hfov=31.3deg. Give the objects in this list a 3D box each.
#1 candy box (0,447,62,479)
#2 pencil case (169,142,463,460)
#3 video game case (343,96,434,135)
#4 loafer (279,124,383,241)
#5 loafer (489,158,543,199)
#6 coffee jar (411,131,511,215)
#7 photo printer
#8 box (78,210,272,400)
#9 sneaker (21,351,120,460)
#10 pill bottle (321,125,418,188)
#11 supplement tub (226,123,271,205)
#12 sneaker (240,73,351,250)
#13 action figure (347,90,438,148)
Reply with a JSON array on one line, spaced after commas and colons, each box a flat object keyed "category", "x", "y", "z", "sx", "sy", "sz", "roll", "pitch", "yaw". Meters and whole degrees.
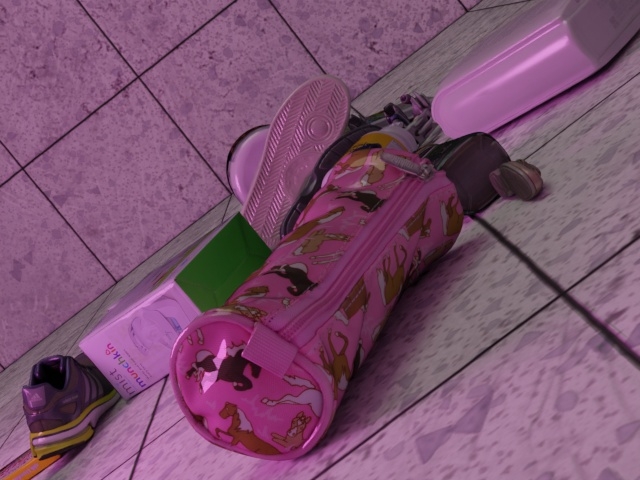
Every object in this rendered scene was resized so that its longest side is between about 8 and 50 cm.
[{"category": "candy box", "x": -0.475, "y": 0.363, "z": 1.817, "sx": 0.206, "sy": 0.027, "sz": 0.105, "roll": -35, "pitch": 12, "yaw": 16}, {"category": "pencil case", "x": 0.008, "y": 0.046, "z": 1.092, "sx": 0.160, "sy": 0.167, "sz": 0.386, "roll": 5, "pitch": 31, "yaw": 26}, {"category": "video game case", "x": 0.131, "y": -0.250, "z": 2.368, "sx": 0.206, "sy": 0.026, "sz": 0.227, "roll": -22, "pitch": 9, "yaw": -1}, {"category": "loafer", "x": 0.017, "y": -0.082, "z": 1.882, "sx": 0.267, "sy": 0.096, "sz": 0.084, "roll": -51, "pitch": -1, "yaw": -21}, {"category": "loafer", "x": 0.216, "y": -0.070, "z": 1.223, "sx": 0.039, "sy": 0.045, "sz": 0.125, "roll": -32, "pitch": 5, "yaw": -6}, {"category": "coffee jar", "x": 0.151, "y": -0.074, "z": 1.374, "sx": 0.096, "sy": 0.079, "sz": 0.184, "roll": -43, "pitch": 10, "yaw": -12}, {"category": "photo printer", "x": 0.309, "y": -0.268, "z": 1.642, "sx": 0.307, "sy": 0.107, "sz": 0.256, "roll": -29, "pitch": 12, "yaw": 49}, {"category": "box", "x": -0.221, "y": 0.099, "z": 1.824, "sx": 0.231, "sy": 0.126, "sz": 0.262, "roll": -34, "pitch": 10, "yaw": 29}, {"category": "sneaker", "x": -0.390, "y": 0.226, "z": 1.795, "sx": 0.111, "sy": 0.121, "sz": 0.300, "roll": -14, "pitch": 15, "yaw": 4}, {"category": "pill bottle", "x": 0.081, "y": -0.104, "z": 1.728, "sx": 0.103, "sy": 0.103, "sz": 0.184, "roll": -31, "pitch": 11, "yaw": 37}, {"category": "supplement tub", "x": -0.098, "y": -0.145, "z": 2.372, "sx": 0.194, "sy": 0.193, "sz": 0.316, "roll": -38, "pitch": 9, "yaw": -3}, {"category": "sneaker", "x": -0.054, "y": -0.148, "z": 2.142, "sx": 0.350, "sy": 0.131, "sz": 0.148, "roll": -61, "pitch": 1, "yaw": 3}, {"category": "action figure", "x": 0.119, "y": -0.187, "z": 2.041, "sx": 0.185, "sy": 0.099, "sz": 0.285, "roll": -32, "pitch": 12, "yaw": 3}]
